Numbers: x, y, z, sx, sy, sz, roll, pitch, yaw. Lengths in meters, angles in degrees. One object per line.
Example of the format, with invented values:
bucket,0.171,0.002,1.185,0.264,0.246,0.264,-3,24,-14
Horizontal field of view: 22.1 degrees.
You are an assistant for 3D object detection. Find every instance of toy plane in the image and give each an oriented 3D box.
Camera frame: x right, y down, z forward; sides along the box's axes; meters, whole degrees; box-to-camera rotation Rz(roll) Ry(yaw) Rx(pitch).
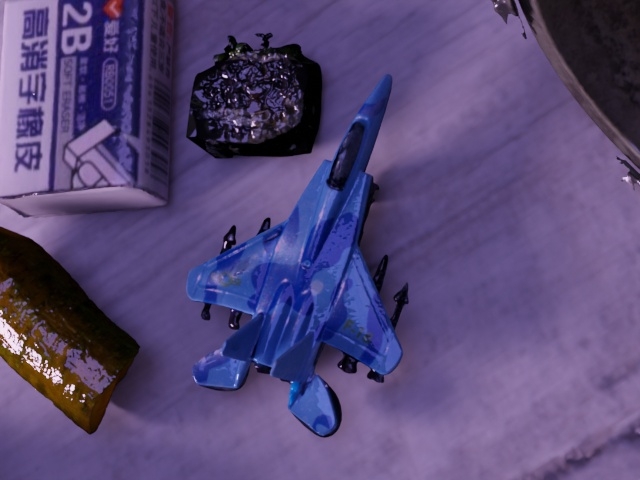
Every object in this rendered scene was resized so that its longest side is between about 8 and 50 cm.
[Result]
toy plane,0.003,0.002,1.129,0.169,0.078,0.246,19,77,23

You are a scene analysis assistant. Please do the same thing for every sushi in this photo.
sushi,-0.044,-0.106,1.181,0.083,0.056,0.085,3,79,21

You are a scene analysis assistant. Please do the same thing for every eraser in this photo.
eraser,-0.175,-0.128,1.227,0.124,0.068,0.210,-5,75,21

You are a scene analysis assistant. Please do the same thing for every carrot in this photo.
carrot,-0.201,0.059,1.185,0.173,0.082,0.082,41,92,17

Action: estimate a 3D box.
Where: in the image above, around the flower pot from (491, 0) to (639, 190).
flower pot,0.289,-0.152,0.977,0.259,0.290,0.290,-40,67,-8
